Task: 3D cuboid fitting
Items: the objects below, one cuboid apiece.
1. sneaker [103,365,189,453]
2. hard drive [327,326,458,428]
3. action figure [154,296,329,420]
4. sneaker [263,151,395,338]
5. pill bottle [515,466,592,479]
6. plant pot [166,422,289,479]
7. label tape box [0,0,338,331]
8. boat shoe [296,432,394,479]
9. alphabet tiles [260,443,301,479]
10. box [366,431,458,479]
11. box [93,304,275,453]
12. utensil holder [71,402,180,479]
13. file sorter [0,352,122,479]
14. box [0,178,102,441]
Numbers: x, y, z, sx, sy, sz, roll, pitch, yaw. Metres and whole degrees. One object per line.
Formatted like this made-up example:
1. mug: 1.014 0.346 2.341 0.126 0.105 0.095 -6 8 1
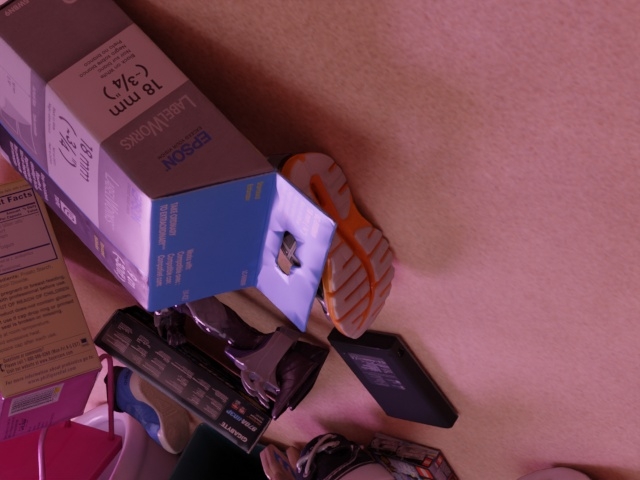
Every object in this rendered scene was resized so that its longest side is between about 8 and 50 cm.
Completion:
1. sneaker: -0.240 0.227 2.089 0.085 0.058 0.152 6 138 37
2. hard drive: 0.076 0.144 1.610 0.094 0.022 0.135 6 142 46
3. action figure: -0.128 0.074 1.647 0.285 0.099 0.185 36 173 10
4. sneaker: 0.000 0.000 1.395 0.083 0.084 0.215 15 139 42
5. pill bottle: 0.302 0.396 1.594 0.318 0.176 0.176 46 152 -23
6. plant pot: -0.087 0.390 2.078 0.165 0.165 0.234 14 155 37
7. label tape box: -0.149 -0.050 1.359 0.333 0.106 0.240 45 157 14
8. boat shoe: 0.018 0.269 1.751 0.102 0.108 0.301 50 180 9
9. alphabet tiles: 0.030 0.369 1.876 0.284 0.021 0.278 46 -172 -23
10. box: 0.121 0.282 1.787 0.094 0.027 0.137 11 145 41
11. box: -0.153 0.158 1.802 0.220 0.051 0.175 35 180 0
12. utensil holder: -0.257 0.480 2.255 0.385 0.327 0.328 43 154 -23
13. file sorter: -0.435 0.220 2.008 0.291 0.202 0.182 15 124 16
14. box: -0.359 0.085 1.791 0.213 0.117 0.243 126 125 -65
